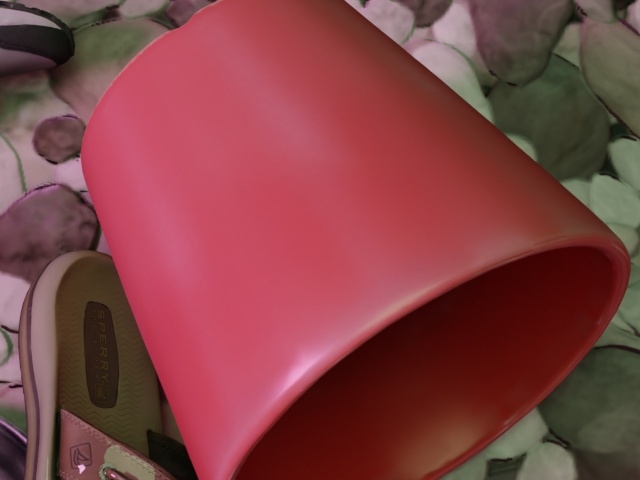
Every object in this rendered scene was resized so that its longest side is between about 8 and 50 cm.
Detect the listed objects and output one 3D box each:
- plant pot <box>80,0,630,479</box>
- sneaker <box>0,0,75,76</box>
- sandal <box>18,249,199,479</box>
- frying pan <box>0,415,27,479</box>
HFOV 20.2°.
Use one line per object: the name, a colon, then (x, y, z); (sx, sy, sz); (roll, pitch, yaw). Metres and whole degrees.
plant pot: (0.000, 0.000, 1.049); (0.275, 0.275, 0.243); (-28, 65, -14)
sneaker: (-0.286, -0.087, 1.143); (0.271, 0.100, 0.108); (-17, 92, -16)
sandal: (-0.109, 0.137, 1.042); (0.086, 0.120, 0.302); (-25, 66, 30)
frying pan: (-0.293, 0.151, 1.068); (0.326, 0.053, 0.197); (34, 68, 13)
